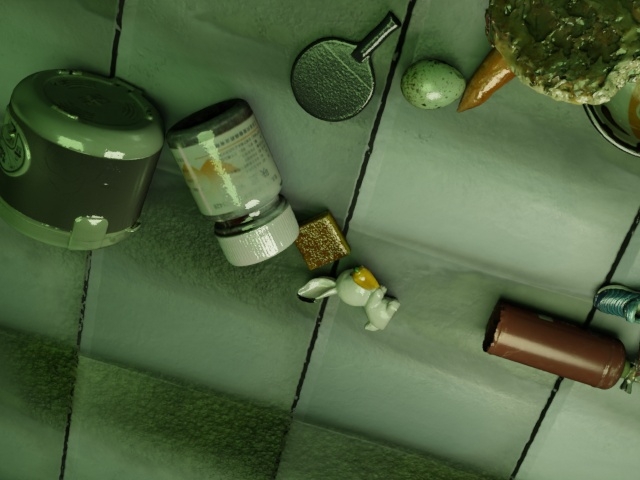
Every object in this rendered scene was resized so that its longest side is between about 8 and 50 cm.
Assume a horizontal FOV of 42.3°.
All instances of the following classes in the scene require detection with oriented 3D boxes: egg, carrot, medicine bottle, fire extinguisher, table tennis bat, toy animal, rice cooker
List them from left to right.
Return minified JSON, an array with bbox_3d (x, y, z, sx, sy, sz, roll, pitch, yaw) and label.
[{"bbox_3d":[-0.440,-0.142,1.491,0.288,0.288,0.277,25,119,-2],"label":"rice cooker"},{"bbox_3d":[-0.155,-0.106,1.510,0.165,0.165,0.273,-17,111,18],"label":"medicine bottle"},{"bbox_3d":[0.048,-0.307,1.450,0.150,0.027,0.236,43,117,-11],"label":"table tennis bat"},{"bbox_3d":[0.059,0.104,1.603,0.182,0.131,0.127,33,96,4],"label":"toy animal"},{"bbox_3d":[0.191,-0.266,1.408,0.110,0.085,0.085,-4,115,7],"label":"egg"},{"bbox_3d":[0.300,-0.287,1.387,0.072,0.072,0.205,37,118,-8],"label":"carrot"},{"bbox_3d":[0.492,0.194,1.579,0.337,0.106,0.147,17,93,1],"label":"fire extinguisher"}]

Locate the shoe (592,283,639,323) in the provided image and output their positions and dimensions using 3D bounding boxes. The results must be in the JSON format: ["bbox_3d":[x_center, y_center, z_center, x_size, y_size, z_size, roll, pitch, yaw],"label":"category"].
[{"bbox_3d":[0.580,0.126,1.537,0.143,0.071,0.064,10,117,11],"label":"shoe"}]

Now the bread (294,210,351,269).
[{"bbox_3d":[0.000,0.000,1.606,0.090,0.035,0.094,-23,109,20],"label":"bread"}]

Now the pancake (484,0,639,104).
[{"bbox_3d":[0.419,-0.375,1.213,0.382,0.071,0.382,-6,80,36],"label":"pancake"}]

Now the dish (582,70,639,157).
[{"bbox_3d":[0.541,-0.274,1.312,0.303,0.120,0.303,3,111,8],"label":"dish"}]
